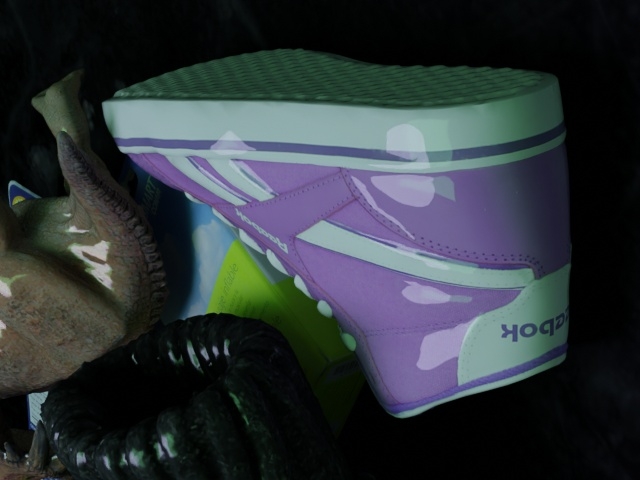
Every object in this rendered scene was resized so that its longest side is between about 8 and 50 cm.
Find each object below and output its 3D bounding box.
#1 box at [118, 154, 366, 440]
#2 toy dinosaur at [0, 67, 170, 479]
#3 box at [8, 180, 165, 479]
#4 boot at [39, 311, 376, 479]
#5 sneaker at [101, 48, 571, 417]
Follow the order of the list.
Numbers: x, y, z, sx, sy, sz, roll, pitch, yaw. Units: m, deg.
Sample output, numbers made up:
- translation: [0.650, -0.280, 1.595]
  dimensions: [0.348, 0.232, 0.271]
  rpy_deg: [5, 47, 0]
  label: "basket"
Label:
- translation: [-0.045, 0.024, 0.959]
  dimensions: [0.178, 0.042, 0.109]
  rpy_deg: [53, 143, 26]
  label: "box"
- translation: [-0.145, 0.042, 0.980]
  dimensions: [0.200, 0.127, 0.295]
  rpy_deg: [56, 135, 6]
  label: "toy dinosaur"
- translation: [-0.137, 0.081, 1.125]
  dimensions: [0.136, 0.036, 0.225]
  rpy_deg: [29, 129, 45]
  label: "box"
- translation: [-0.069, 0.176, 0.927]
  dimensions: [0.348, 0.131, 0.260]
  rpy_deg: [-21, 111, 47]
  label: "boot"
- translation: [-0.001, 0.000, 0.838]
  dimensions: [0.282, 0.102, 0.161]
  rpy_deg: [15, 120, 52]
  label: "sneaker"
